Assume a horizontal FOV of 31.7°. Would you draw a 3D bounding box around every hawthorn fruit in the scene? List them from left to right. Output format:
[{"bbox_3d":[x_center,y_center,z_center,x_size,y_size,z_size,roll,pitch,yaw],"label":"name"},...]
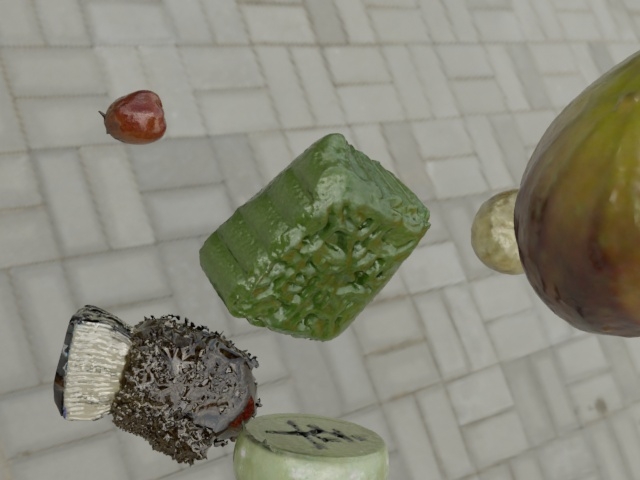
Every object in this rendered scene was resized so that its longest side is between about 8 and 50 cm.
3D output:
[{"bbox_3d":[-0.274,-0.178,1.650,0.093,0.081,0.081,-12,75,-8],"label":"hawthorn fruit"}]

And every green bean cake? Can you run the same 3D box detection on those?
[{"bbox_3d":[0.000,0.000,1.389,0.222,0.248,0.125,23,21,-46],"label":"green bean cake"}]

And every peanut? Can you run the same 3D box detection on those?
[{"bbox_3d":[0.313,-0.016,1.686,0.224,0.129,0.129,-12,78,-53],"label":"peanut"}]

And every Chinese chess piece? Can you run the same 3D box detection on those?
[{"bbox_3d":[-0.011,0.264,1.355,0.188,0.188,0.083,-1,100,-43],"label":"Chinese chess piece"}]

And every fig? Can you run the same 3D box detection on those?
[{"bbox_3d":[0.190,-0.048,0.539,0.160,0.230,0.143,-3,51,-26],"label":"fig"}]

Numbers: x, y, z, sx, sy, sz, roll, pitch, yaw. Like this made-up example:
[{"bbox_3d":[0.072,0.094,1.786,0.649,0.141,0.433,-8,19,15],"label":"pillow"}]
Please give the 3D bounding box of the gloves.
[{"bbox_3d":[-0.227,0.211,1.634,0.312,0.135,0.210,9,87,-18],"label":"gloves"}]
